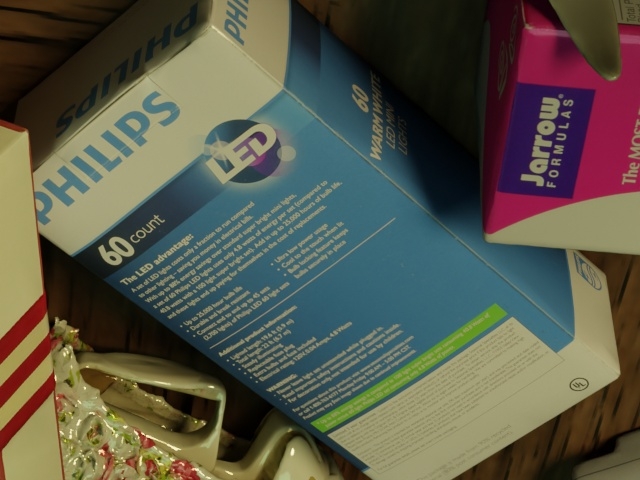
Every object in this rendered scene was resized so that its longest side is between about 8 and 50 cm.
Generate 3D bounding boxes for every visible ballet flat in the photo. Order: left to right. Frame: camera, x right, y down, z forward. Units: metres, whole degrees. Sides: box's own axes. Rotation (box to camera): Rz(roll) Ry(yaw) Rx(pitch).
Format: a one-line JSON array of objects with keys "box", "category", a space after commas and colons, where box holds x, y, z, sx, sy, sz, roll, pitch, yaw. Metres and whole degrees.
[{"box": [-0.052, 0.109, 0.939, 0.241, 0.091, 0.077, 24, 105, -22], "category": "ballet flat"}]

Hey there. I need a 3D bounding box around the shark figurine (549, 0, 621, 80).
[{"box": [0.176, -0.173, 0.643, 0.278, 0.166, 0.116, -13, 136, 23], "category": "shark figurine"}]

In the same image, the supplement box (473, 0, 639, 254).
[{"box": [0.178, -0.065, 0.764, 0.220, 0.114, 0.111, 5, 131, 0], "category": "supplement box"}]

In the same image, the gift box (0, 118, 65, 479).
[{"box": [-0.268, 0.043, 0.767, 0.276, 0.258, 0.255, 24, 136, 17], "category": "gift box"}]

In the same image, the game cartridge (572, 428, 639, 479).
[{"box": [0.279, 0.190, 1.016, 0.196, 0.060, 0.294, -23, 126, 15], "category": "game cartridge"}]

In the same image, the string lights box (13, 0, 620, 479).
[{"box": [0.000, 0.000, 0.844, 0.133, 0.077, 0.260, -35, 121, 27], "category": "string lights box"}]
